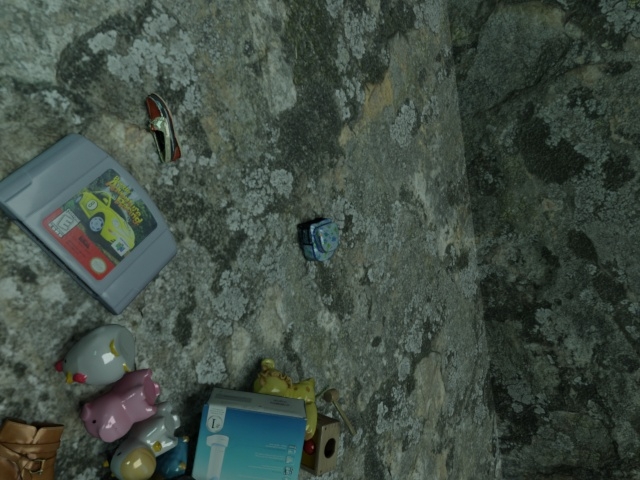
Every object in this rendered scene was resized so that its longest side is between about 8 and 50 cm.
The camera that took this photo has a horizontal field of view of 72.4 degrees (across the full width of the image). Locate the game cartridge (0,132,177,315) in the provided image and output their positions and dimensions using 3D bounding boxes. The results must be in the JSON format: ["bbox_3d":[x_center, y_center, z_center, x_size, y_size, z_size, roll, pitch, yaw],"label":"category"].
[{"bbox_3d":[-0.397,-0.032,0.790,0.294,0.060,0.196,59,46,-33],"label":"game cartridge"}]

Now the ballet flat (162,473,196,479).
[{"bbox_3d":[-0.282,0.457,0.794,0.173,0.049,0.058,47,40,-57],"label":"ballet flat"}]

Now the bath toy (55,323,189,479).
[{"bbox_3d":[-0.362,0.317,0.796,0.151,0.128,0.349,-108,-178,-68],"label":"bath toy"}]

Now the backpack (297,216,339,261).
[{"bbox_3d":[0.000,0.000,1.236,0.105,0.084,0.115,-21,110,-45],"label":"backpack"}]

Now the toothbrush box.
[{"bbox_3d":[-0.158,0.490,0.933,0.126,0.216,0.296,149,-51,-85],"label":"toothbrush box"}]

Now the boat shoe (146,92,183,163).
[{"bbox_3d":[-0.320,-0.224,0.879,0.043,0.049,0.137,-37,123,-40],"label":"boat shoe"}]

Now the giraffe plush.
[{"bbox_3d":[-0.101,0.396,1.085,0.170,0.181,0.210,36,87,-19],"label":"giraffe plush"}]

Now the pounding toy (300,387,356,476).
[{"bbox_3d":[-0.003,0.506,1.175,0.094,0.181,0.206,13,81,-49],"label":"pounding toy"}]

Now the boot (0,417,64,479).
[{"bbox_3d":[-0.457,0.383,0.720,0.197,0.072,0.153,40,58,-46],"label":"boot"}]
